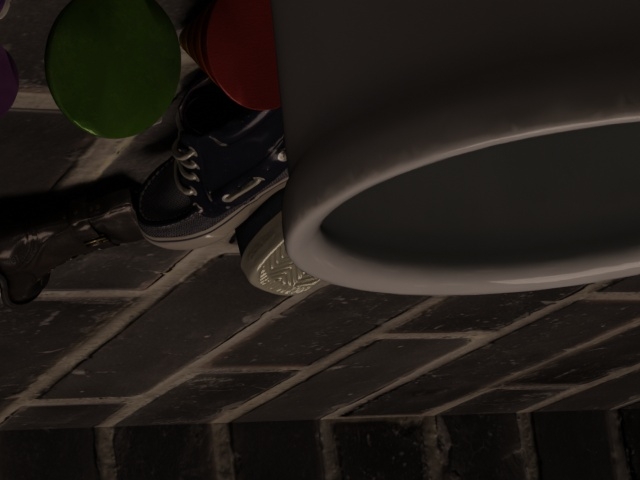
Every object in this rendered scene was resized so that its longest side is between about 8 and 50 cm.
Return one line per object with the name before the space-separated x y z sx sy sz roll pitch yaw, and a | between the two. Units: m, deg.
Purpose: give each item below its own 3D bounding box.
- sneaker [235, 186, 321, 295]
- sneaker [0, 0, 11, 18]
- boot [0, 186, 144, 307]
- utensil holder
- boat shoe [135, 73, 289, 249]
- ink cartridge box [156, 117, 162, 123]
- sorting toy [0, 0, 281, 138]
sneaker | 0.034 -0.099 1.818 0.350 0.148 0.131 -38 139 17
sneaker | -0.338 -0.192 1.409 0.170 0.068 0.071 -12 151 7
boot | -0.294 0.004 2.077 0.229 0.091 0.263 -14 169 3
utensil holder | 0.119 -0.194 1.000 0.327 0.385 0.327 -7 165 -2
boat shoe | -0.113 -0.098 1.762 0.340 0.127 0.158 -29 148 36
ink cartridge box | -0.176 -0.146 1.595 0.048 0.083 0.028 -18 161 34
sorting toy | -0.183 -0.158 1.466 0.365 0.127 0.126 -13 -166 -36
